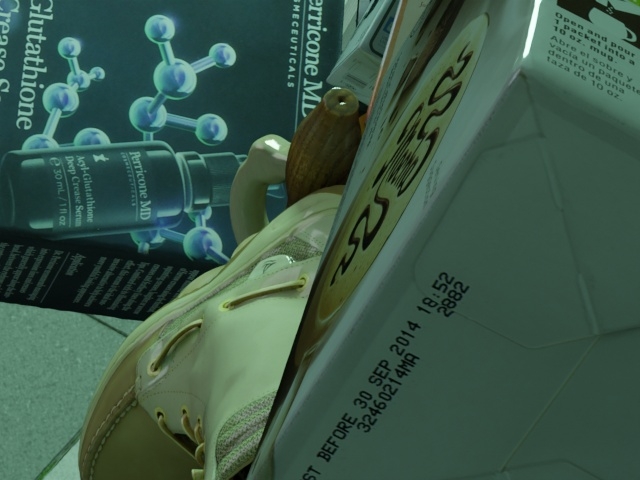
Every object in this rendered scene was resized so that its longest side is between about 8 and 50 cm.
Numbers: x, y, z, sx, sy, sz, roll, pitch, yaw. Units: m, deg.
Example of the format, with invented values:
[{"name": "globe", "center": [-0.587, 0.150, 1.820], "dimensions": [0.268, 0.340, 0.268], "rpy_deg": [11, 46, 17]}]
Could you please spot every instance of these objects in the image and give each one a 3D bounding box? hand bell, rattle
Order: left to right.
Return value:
[{"name": "hand bell", "center": [-0.015, -0.005, 1.152], "dimensions": [0.242, 0.126, 0.126], "rpy_deg": [107, -174, -52]}, {"name": "rattle", "center": [0.000, 0.000, 1.555], "dimensions": [0.143, 0.130, 0.200], "rpy_deg": [-51, -31, -51]}]

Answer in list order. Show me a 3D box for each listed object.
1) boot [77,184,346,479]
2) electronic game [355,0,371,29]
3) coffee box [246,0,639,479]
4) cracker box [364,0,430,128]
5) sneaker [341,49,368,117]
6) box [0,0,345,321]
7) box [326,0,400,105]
[{"name": "boot", "center": [-0.049, 0.113, 1.058], "dimensions": [0.262, 0.095, 0.203], "rpy_deg": [-42, 26, 26]}, {"name": "electronic game", "center": [0.076, -0.266, 2.023], "dimensions": [0.229, 0.048, 0.229], "rpy_deg": [-173, 90, -82]}, {"name": "coffee box", "center": [0.086, -0.026, 0.656], "dimensions": [0.168, 0.118, 0.297], "rpy_deg": [-58, 6, 31]}, {"name": "cracker box", "center": [0.088, -0.147, 1.147], "dimensions": [0.156, 0.067, 0.232], "rpy_deg": [76, -151, -78]}, {"name": "sneaker", "center": [0.017, -0.086, 1.895], "dimensions": [0.235, 0.084, 0.097], "rpy_deg": [124, 149, -47]}, {"name": "box", "center": [-0.198, -0.100, 1.755], "dimensions": [0.212, 0.395, 0.294], "rpy_deg": [135, 141, -67]}, {"name": "box", "center": [0.120, -0.241, 1.583], "dimensions": [0.290, 0.087, 0.169], "rpy_deg": [-62, 6, -9]}]
